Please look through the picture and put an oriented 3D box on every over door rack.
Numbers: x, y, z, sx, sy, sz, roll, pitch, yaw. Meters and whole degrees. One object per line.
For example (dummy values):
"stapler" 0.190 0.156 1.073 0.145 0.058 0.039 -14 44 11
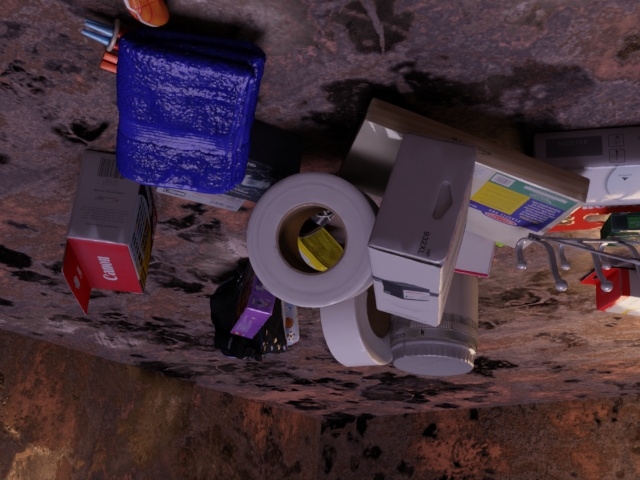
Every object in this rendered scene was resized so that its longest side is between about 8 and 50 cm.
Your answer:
"over door rack" 0.538 0.037 1.374 0.239 0.108 0.324 1 178 -27

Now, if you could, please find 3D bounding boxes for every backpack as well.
"backpack" -0.194 0.211 2.196 0.213 0.277 0.263 7 164 -40

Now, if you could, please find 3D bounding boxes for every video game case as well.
"video game case" -0.245 -0.124 1.686 0.190 0.022 0.173 14 156 -18

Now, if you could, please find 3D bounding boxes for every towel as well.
"towel" -0.218 -0.195 1.270 0.227 0.076 0.308 4 142 -12

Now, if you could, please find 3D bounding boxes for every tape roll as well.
"tape roll" 0.107 0.175 1.980 0.100 0.286 0.286 -8 154 30
"tape roll" 0.000 0.000 1.463 0.246 0.246 0.169 1 178 10

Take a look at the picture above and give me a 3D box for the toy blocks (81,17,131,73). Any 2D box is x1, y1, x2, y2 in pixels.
"toy blocks" -0.314 -0.299 1.247 0.148 0.054 0.123 17 154 -26

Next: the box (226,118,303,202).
"box" -0.140 -0.155 1.501 0.155 0.093 0.158 17 153 -26

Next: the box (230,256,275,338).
"box" -0.124 0.048 1.714 0.057 0.293 0.201 17 155 -11

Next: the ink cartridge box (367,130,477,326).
"ink cartridge box" 0.178 -0.011 1.363 0.129 0.223 0.307 15 159 13

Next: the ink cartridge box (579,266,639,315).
"ink cartridge box" 0.799 0.135 1.997 0.230 0.078 0.134 8 157 -5

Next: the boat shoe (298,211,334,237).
"boat shoe" 0.015 -0.071 1.685 0.084 0.079 0.233 20 151 -27

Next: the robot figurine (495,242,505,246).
"robot figurine" 0.402 -0.023 1.725 0.115 0.067 0.101 5 169 2

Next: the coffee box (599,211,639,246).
"coffee box" 0.634 -0.021 1.582 0.113 0.041 0.184 -2 169 11

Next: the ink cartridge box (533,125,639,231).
"ink cartridge box" 0.576 -0.080 1.509 0.308 0.091 0.385 -3 152 17

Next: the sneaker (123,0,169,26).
"sneaker" -0.247 -0.359 1.085 0.067 0.064 0.175 -11 157 11

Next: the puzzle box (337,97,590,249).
"puzzle box" 0.247 -0.111 1.444 0.408 0.052 0.272 20 159 -4

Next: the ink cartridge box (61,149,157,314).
"ink cartridge box" -0.451 0.000 1.700 0.130 0.272 0.309 7 158 -3

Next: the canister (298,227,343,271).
"canister" -0.031 0.034 1.898 0.126 0.073 0.170 47 151 -5

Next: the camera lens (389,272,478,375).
"camera lens" 0.287 0.183 1.967 0.219 0.274 0.219 4 157 2

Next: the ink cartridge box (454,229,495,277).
"ink cartridge box" 0.246 0.009 1.683 0.171 0.100 0.237 10 -179 -13
